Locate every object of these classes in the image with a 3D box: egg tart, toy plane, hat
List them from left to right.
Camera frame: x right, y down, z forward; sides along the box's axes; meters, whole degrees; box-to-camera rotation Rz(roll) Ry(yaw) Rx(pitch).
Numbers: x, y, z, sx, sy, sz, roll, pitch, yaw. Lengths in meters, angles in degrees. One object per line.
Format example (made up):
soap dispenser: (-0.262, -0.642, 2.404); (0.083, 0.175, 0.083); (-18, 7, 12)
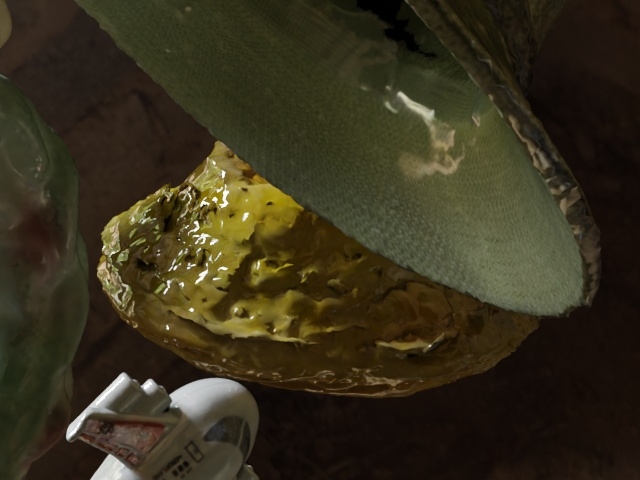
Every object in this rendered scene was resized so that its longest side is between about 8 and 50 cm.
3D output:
toy plane: (-0.154, 0.237, 1.373); (0.252, 0.252, 0.118); (-39, 33, -14)
egg tart: (0.000, 0.000, 0.937); (0.294, 0.123, 0.294); (5, 18, -2)
hat: (0.014, -0.105, 0.426); (0.257, 0.257, 0.130); (32, 76, 34)

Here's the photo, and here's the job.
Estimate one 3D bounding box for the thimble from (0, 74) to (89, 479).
thimble: (-0.189, 0.024, 0.462); (0.149, 0.185, 0.211); (12, 27, 35)

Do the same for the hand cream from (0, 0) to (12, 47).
hand cream: (-0.302, -0.075, 0.882); (0.076, 0.121, 0.336); (35, 62, 7)
